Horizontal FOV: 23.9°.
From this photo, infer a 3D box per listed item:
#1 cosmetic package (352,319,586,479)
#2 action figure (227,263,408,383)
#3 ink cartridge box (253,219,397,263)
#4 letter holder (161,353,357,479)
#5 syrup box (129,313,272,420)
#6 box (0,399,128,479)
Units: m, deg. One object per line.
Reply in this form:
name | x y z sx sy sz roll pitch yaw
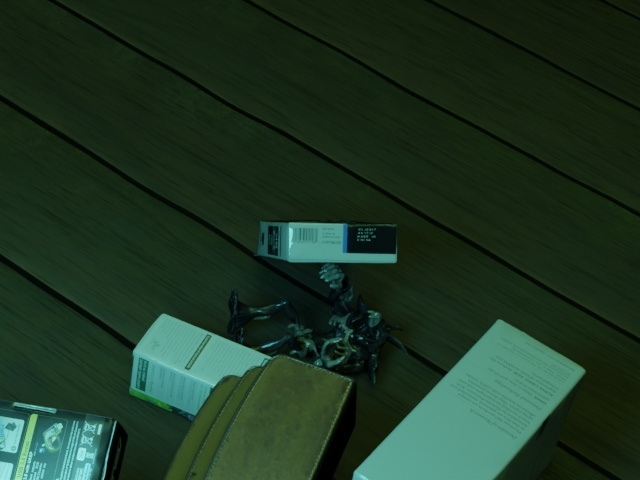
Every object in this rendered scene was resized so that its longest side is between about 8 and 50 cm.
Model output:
cosmetic package | 0.189 0.309 2.058 0.156 0.217 0.385 29 47 20
action figure | 0.005 0.132 2.263 0.275 0.141 0.164 -1 59 -13
ink cartridge box | 0.000 0.000 2.311 0.165 0.065 0.332 0 0 -12
letter holder | -0.105 0.304 1.979 0.214 0.152 0.302 20 63 11
syrup box | -0.149 0.206 2.182 0.236 0.093 0.096 22 43 11
box | -0.424 0.381 1.775 0.318 0.097 0.395 8 72 5
